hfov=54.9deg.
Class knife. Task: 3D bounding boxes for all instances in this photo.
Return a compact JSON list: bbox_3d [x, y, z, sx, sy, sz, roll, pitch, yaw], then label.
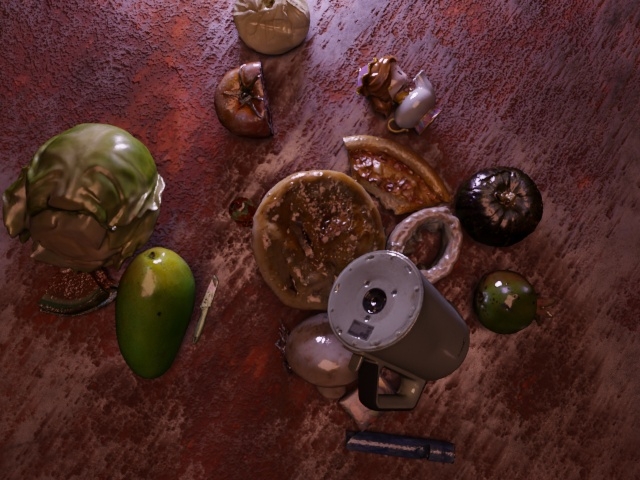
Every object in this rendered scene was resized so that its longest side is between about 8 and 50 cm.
[{"bbox_3d":[-0.336,0.201,1.781,0.030,0.014,0.207,18,85,1],"label":"knife"}]

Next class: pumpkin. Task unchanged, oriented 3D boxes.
[{"bbox_3d":[0.503,-0.095,1.725,0.238,0.159,0.237,0,83,3],"label":"pumpkin"}]

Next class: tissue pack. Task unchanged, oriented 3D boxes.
[{"bbox_3d":[0.139,0.449,1.741,0.148,0.060,0.108,-38,86,-3],"label":"tissue pack"}]

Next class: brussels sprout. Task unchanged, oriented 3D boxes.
[{"bbox_3d":[-0.607,-0.132,1.648,0.426,0.342,0.360,-13,47,32],"label":"brussels sprout"}]

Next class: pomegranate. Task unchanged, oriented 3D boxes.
[{"bbox_3d":[0.538,0.174,1.712,0.224,0.181,0.181,6,86,-21],"label":"pomegranate"}]

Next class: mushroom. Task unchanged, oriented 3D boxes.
[{"bbox_3d":[0.022,0.326,1.690,0.244,0.243,0.243,0,86,0],"label":"mushroom"}]

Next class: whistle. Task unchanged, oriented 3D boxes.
[{"bbox_3d":[0.223,0.579,1.734,0.305,0.062,0.062,8,87,0],"label":"whistle"}]

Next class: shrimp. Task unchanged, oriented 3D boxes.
[{"bbox_3d":[-0.095,0.300,1.753,0.065,0.056,0.165,-22,84,5],"label":"shrimp"}]

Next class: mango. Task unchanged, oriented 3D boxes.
[{"bbox_3d":[-0.450,0.201,1.685,0.201,0.225,0.381,8,106,5],"label":"mango"}]

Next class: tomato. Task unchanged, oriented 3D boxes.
[{"bbox_3d":[-0.219,-0.386,1.739,0.155,0.181,0.213,-10,82,4],"label":"tomato"}]

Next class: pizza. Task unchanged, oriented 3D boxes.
[{"bbox_3d":[0.211,-0.186,1.773,0.365,0.074,0.182,36,78,3],"label":"pizza"}]

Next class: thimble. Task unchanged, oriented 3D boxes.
[{"bbox_3d":[0.292,0.020,1.725,0.229,0.148,0.196,-38,88,0],"label":"thimble"}]

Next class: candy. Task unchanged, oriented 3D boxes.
[{"bbox_3d":[-0.160,-0.003,1.770,0.078,0.084,0.287,-37,94,-6],"label":"candy"}]

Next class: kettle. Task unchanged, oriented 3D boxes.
[{"bbox_3d":[0.199,0.259,1.566,0.250,0.377,0.360,10,73,37],"label":"kettle"}]

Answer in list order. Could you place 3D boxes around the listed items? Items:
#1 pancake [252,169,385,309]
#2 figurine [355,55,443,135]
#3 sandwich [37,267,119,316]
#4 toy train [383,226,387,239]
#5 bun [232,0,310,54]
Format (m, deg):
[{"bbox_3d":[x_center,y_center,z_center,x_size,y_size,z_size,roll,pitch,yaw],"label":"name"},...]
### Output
[{"bbox_3d":[0.001,-0.001,1.625,0.387,0.082,0.386,0,89,-15],"label":"pancake"},{"bbox_3d":[0.218,-0.420,1.758,0.263,0.142,0.189,42,111,3],"label":"figurine"},{"bbox_3d":[-0.680,0.141,1.751,0.235,0.079,0.159,4,86,1],"label":"sandwich"},{"bbox_3d":[0.130,-0.058,1.749,0.071,0.111,0.170,-29,87,2],"label":"toy train"},{"bbox_3d":[-0.142,-0.656,1.771,0.230,0.145,0.229,0,85,-3],"label":"bun"}]
